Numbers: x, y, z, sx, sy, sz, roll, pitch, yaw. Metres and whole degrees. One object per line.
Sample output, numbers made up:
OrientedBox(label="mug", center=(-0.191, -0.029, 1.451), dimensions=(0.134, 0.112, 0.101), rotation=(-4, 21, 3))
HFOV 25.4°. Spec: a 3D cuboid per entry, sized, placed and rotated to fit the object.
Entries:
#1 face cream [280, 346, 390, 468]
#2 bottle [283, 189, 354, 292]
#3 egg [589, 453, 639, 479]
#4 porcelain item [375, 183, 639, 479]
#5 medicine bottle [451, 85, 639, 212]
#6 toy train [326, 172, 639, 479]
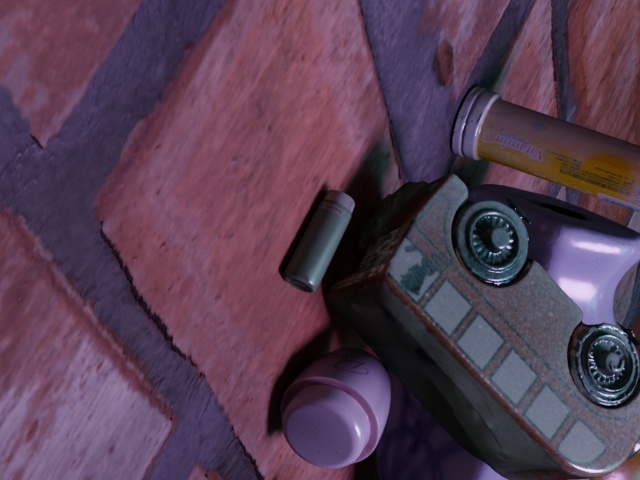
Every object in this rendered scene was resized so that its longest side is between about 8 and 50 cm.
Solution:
OrientedBox(label="face cream", center=(0.016, 0.144, 1.234), dimensions=(0.095, 0.091, 0.091), rotation=(-52, 154, -54))
OrientedBox(label="bottle", center=(0.000, 0.000, 1.143), dimensions=(0.083, 0.030, 0.030), rotation=(-63, 158, -17))
OrientedBox(label="egg", center=(0.397, 0.375, 2.160), dimensions=(0.250, 0.250, 0.322), rotation=(-29, 146, -59))
OrientedBox(label="porcelain item", center=(0.182, 0.157, 1.458), dimensions=(0.179, 0.243, 0.405), rotation=(7, 104, -42))
OrientedBox(label="medicine bottle", center=(0.242, -0.085, 1.393), dimensions=(0.074, 0.218, 0.074), rotation=(-52, 155, -38))
OrientedBox(label="toy train", center=(0.157, 0.093, 1.239), dimensions=(0.159, 0.326, 0.129), rotation=(-49, -168, -25))
